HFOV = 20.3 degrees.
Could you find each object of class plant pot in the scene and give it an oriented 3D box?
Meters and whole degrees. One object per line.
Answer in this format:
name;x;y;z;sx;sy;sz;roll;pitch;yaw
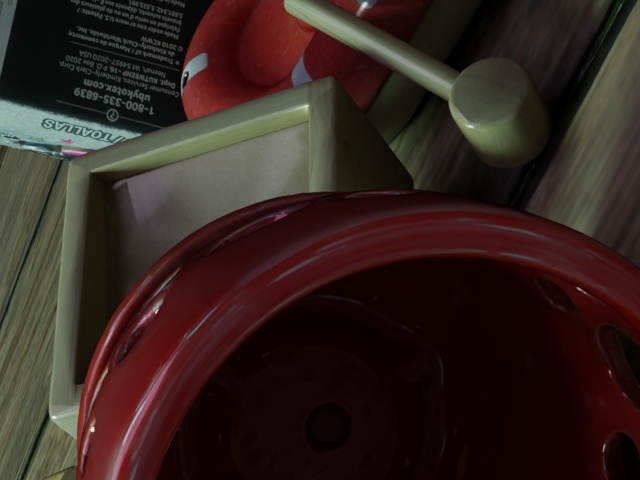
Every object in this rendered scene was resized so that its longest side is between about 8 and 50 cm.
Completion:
plant pot;0.012;0.073;0.557;0.174;0.191;0.191;-152;76;-72

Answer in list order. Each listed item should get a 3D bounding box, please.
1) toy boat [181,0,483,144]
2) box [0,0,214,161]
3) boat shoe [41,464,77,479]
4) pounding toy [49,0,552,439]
toy boat;-0.014;-0.137;0.809;0.151;0.151;0.231;-96;28;-43
box;-0.125;-0.126;0.961;0.142;0.247;0.163;170;112;-70
boat shoe;-0.075;0.158;0.821;0.324;0.120;0.122;-21;51;67
pounding toy;0.005;-0.009;0.738;0.206;0.094;0.181;-16;54;21
